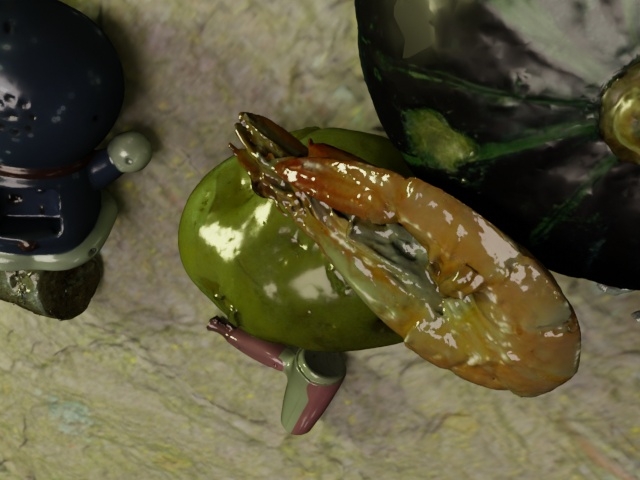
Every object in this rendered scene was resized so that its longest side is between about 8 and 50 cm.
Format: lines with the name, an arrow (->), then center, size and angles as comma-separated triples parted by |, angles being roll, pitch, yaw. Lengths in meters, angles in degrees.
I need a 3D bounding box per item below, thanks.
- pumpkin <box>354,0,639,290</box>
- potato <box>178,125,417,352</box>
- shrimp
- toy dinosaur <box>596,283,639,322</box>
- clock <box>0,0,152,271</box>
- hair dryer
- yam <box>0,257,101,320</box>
pumpkin -> 0.171, -0.113, 0.413 | 0.315, 0.238, 0.316 | 7, 118, 14
potato -> 0.000, 0.000, 0.606 | 0.253, 0.148, 0.187 | 13, 94, 22
shrimp -> 0.044, -0.001, 0.455 | 0.267, 0.061, 0.145 | 42, 157, 15
toy dinosaur -> 0.307, 0.053, 0.568 | 0.208, 0.039, 0.082 | 32, 123, 3
clock -> -0.253, -0.097, 0.657 | 0.199, 0.147, 0.244 | 5, 125, -7
hair dryer -> -0.053, 0.126, 0.764 | 0.154, 0.054, 0.106 | 37, 130, 12
yam -> -0.335, 0.016, 0.783 | 0.183, 0.107, 0.107 | 22, 124, 8
